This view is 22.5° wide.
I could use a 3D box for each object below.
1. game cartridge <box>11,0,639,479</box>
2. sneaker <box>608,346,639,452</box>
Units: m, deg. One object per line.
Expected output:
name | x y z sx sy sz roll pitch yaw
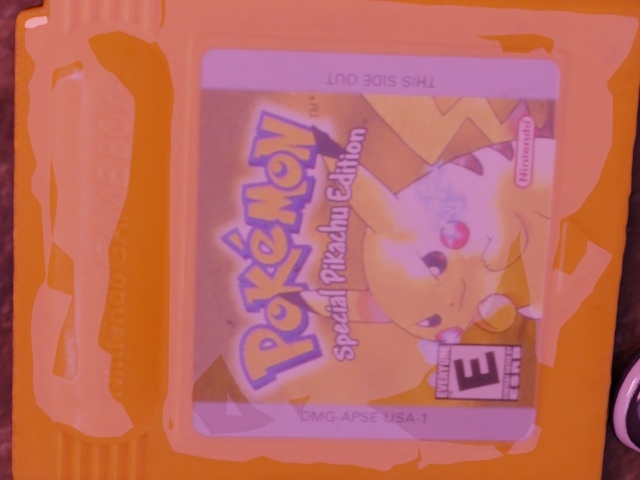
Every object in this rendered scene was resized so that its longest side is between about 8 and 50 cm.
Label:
game cartridge | 0.000 0.000 0.854 0.323 0.053 0.285 1 104 -6
sneaker | 0.278 0.099 0.876 0.234 0.097 0.084 5 103 -6
